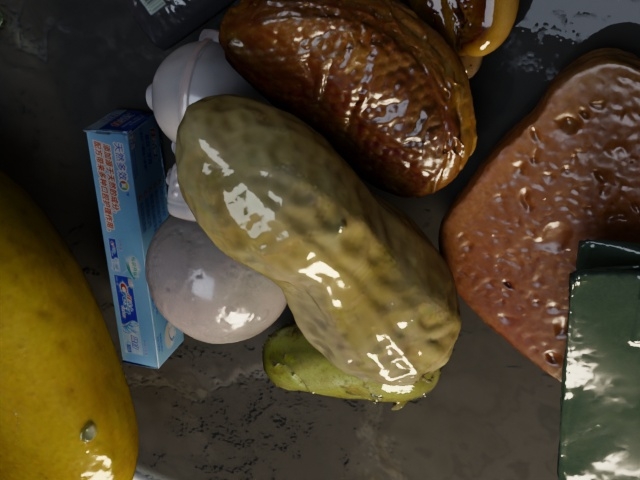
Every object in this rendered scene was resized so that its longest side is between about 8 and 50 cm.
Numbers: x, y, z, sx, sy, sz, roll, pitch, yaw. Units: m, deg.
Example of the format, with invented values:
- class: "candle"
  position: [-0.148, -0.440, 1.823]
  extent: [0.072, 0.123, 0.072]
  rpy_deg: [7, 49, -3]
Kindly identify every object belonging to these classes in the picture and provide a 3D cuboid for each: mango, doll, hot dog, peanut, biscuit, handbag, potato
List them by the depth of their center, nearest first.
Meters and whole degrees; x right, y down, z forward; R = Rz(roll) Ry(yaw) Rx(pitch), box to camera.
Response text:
- class: "handbag"
  position: [0.312, 0.116, 0.743]
  extent: [0.248, 0.079, 0.260]
  rpy_deg: [8, 128, 19]
- class: "hot dog"
  position: [0.114, -0.194, 0.751]
  extent: [0.090, 0.060, 0.140]
  rpy_deg: [-1, 109, 30]
- class: "hot dog"
  position: [0.023, -0.128, 0.767]
  extent: [0.227, 0.099, 0.160]
  rpy_deg: [35, 157, -28]
- class: "peanut"
  position: [0.000, 0.000, 0.791]
  extent: [0.149, 0.149, 0.313]
  rpy_deg: [-26, 127, 33]
- class: "biscuit"
  position: [0.247, 0.002, 0.796]
  extent: [0.262, 0.052, 0.277]
  rpy_deg: [35, 127, 1]
- class: "doll"
  position: [-0.097, -0.049, 0.879]
  extent: [0.151, 0.151, 0.287]
  rpy_deg: [9, 116, 21]
- class: "potato"
  position: [0.024, 0.114, 0.945]
  extent: [0.188, 0.085, 0.105]
  rpy_deg: [-5, 136, 31]
- class: "mango"
  position: [-0.343, 0.098, 1.011]
  extent: [0.445, 0.220, 0.301]
  rpy_deg: [51, 140, -6]

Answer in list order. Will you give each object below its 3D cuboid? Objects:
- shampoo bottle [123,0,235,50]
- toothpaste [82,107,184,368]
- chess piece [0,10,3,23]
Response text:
- class: "shampoo bottle"
  position: [-0.044, -0.272, 0.771]
  extent: [0.309, 0.071, 0.098]
  rpy_deg: [-27, 102, 34]
- class: "toothpaste"
  position: [-0.189, 0.002, 0.991]
  extent: [0.053, 0.066, 0.272]
  rpy_deg: [9, 120, 20]
- class: "chess piece"
  position: [-0.368, -0.201, 0.971]
  extent: [0.103, 0.067, 0.067]
  rpy_deg: [-40, 95, 27]
